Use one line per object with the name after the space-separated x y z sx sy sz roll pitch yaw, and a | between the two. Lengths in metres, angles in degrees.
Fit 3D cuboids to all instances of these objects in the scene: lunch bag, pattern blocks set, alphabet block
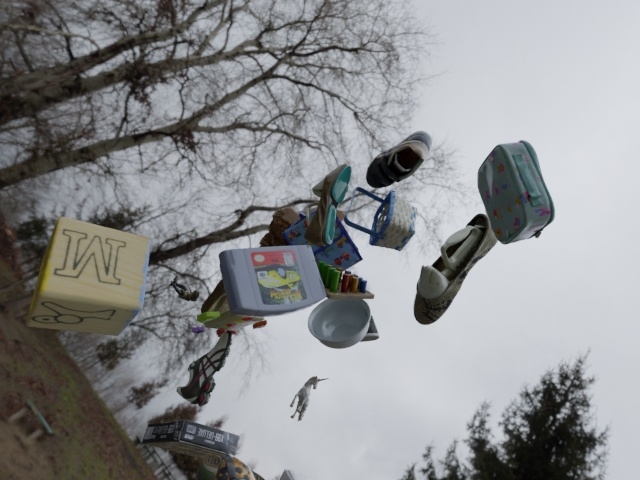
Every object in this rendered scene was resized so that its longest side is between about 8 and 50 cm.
0.569 -0.136 1.206 0.224 0.107 0.280 93 -13 -70 | lunch bag
-0.308 0.283 1.460 0.324 0.285 0.026 -20 -117 23 | pattern blocks set
0.000 0.000 1.682 0.293 0.220 0.138 56 7 -19 | lunch bag
-0.526 0.091 0.944 0.192 0.197 0.194 -39 -133 38 | alphabet block

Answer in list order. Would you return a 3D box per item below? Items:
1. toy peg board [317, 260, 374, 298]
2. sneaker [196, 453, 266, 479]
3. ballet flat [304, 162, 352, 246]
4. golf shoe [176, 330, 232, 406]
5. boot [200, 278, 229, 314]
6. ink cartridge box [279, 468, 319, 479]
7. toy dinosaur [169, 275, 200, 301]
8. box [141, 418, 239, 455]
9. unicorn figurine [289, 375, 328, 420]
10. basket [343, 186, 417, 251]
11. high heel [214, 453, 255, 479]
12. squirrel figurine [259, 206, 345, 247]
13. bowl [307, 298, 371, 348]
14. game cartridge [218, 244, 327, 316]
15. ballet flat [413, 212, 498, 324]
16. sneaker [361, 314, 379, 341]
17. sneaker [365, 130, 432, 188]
0.068 0.120 1.296 0.161 0.160 0.079 28 -68 62 | toy peg board
-0.236 0.641 1.082 0.192 0.086 0.064 27 2 -3 | sneaker
0.016 -0.137 1.511 0.124 0.343 0.116 6 -21 27 | ballet flat
-0.398 0.435 1.455 0.120 0.273 0.105 24 -28 -3 | golf shoe
-0.422 0.287 1.998 0.203 0.262 0.095 37 4 -41 | boot
-0.054 0.677 0.934 0.171 0.237 0.100 34 -13 -22 | ink cartridge box
-0.602 0.218 1.790 0.118 0.064 0.268 53 -27 -15 | toy dinosaur
-0.501 0.764 1.585 0.307 0.077 0.242 -25 -48 38 | box
-0.048 0.480 1.261 0.060 0.111 0.162 32 -44 6 | unicorn figurine
0.249 -0.094 1.727 0.288 0.255 0.201 29 -46 -6 | basket
-0.125 0.497 0.683 0.186 0.093 0.262 -130 -143 -57 | high heel
-0.103 0.024 2.071 0.396 0.281 0.371 15 -40 -4 | squirrel figurine
0.098 0.395 1.893 0.297 0.297 0.134 16 -46 42 | bowl
-0.124 0.112 1.157 0.060 0.294 0.196 -40 -119 49 | game cartridge
0.484 0.091 1.557 0.182 0.483 0.164 41 -3 -41 | ballet flat
0.162 0.462 2.213 0.105 0.295 0.147 99 -12 -54 | sneaker
0.272 -0.279 1.546 0.126 0.128 0.321 40 -43 -10 | sneaker
